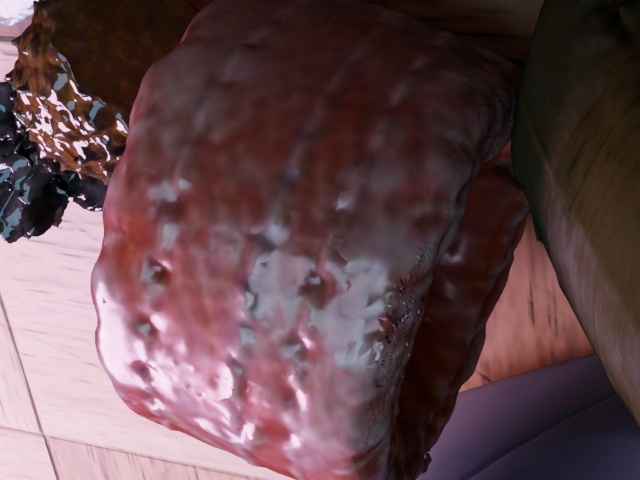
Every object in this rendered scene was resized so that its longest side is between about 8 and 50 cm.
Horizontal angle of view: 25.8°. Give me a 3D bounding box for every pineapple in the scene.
[{"bbox_3d":[-0.145,-0.068,0.802,0.111,0.119,0.237,6,160,-29],"label":"pineapple"}]

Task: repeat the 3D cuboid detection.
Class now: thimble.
[{"bbox_3d":[0.000,0.000,0.693,0.162,0.239,0.239,20,129,18],"label":"thimble"}]

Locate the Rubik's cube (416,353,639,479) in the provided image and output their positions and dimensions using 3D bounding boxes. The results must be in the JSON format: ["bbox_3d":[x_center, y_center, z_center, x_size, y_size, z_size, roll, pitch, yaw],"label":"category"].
[{"bbox_3d":[0.192,0.271,0.693,0.347,0.352,0.351,-16,115,37],"label":"Rubik's cube"}]

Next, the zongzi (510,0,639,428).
[{"bbox_3d":[0.282,0.000,0.546,0.393,0.356,0.174,0,122,-11],"label":"zongzi"}]

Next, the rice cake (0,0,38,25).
[{"bbox_3d":[-0.126,-0.176,0.752,0.206,0.063,0.069,-15,115,36],"label":"rice cake"}]
